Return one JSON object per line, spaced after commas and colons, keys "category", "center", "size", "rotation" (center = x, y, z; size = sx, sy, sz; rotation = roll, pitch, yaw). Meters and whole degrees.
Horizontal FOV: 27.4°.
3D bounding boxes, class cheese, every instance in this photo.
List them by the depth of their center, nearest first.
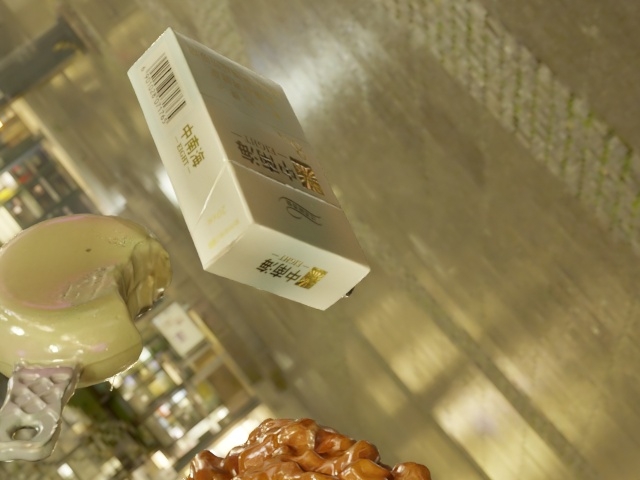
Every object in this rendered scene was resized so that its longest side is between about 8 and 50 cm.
{"category": "cheese", "center": [-0.212, 0.080, 1.072], "size": [0.286, 0.163, 0.082], "rotation": [-91, -3, -56]}

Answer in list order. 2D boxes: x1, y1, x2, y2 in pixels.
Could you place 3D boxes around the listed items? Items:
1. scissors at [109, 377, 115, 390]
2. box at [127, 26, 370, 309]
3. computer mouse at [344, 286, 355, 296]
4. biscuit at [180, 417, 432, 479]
{"category": "scissors", "center": [-0.209, 0.119, 1.366], "size": [0.006, 0.083, 0.036], "rotation": [11, -166, -15]}
{"category": "box", "center": [-0.065, -0.063, 1.151], "size": [0.155, 0.067, 0.242], "rotation": [19, -145, -46]}
{"category": "computer mouse", "center": [0.000, 0.000, 1.287], "size": [0.099, 0.057, 0.172], "rotation": [54, -177, -25]}
{"category": "biscuit", "center": [-0.072, 0.262, 0.977], "size": [0.110, 0.312, 0.318], "rotation": [54, 157, -14]}
